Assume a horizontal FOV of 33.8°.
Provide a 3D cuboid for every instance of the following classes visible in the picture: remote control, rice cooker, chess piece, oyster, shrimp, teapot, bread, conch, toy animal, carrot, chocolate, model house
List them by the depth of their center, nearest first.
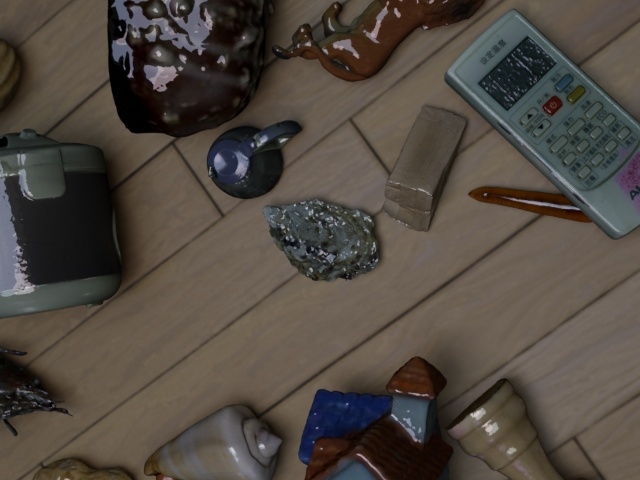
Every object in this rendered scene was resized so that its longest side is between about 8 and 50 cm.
[{"bbox_3d":[0.054,0.318,1.414,0.251,0.295,0.329,8,105,20],"label":"model house"},{"bbox_3d":[0.339,-0.161,1.459,0.145,0.050,0.344,-44,80,-8],"label":"remote control"},{"bbox_3d":[0.348,0.377,1.468,0.117,0.117,0.397,-43,83,13],"label":"chess piece"},{"bbox_3d":[0.303,-0.057,1.499,0.190,0.037,0.037,11,95,15],"label":"carrot"},{"bbox_3d":[0.099,-0.322,1.517,0.312,0.097,0.157,-41,88,14],"label":"toy animal"},{"bbox_3d":[-0.175,-0.319,1.528,0.210,0.225,0.340,3,93,7],"label":"chocolate"},{"bbox_3d":[0.154,-0.106,1.544,0.077,0.105,0.152,23,66,13],"label":"bread"},{"bbox_3d":[-0.104,-0.118,1.568,0.149,0.108,0.111,-4,93,16],"label":"teapot"},{"bbox_3d":[0.000,0.000,1.571,0.177,0.064,0.125,0,88,13],"label":"oyster"},{"bbox_3d":[-0.447,-0.023,1.585,0.288,0.288,0.277,-9,89,15],"label":"rice cooker"},{"bbox_3d":[-0.155,0.325,1.611,0.255,0.127,0.158,-9,121,36],"label":"conch"},{"bbox_3d":[-0.599,0.225,1.699,0.410,0.166,0.221,22,131,26],"label":"shrimp"}]

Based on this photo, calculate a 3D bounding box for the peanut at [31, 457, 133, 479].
[{"bbox_3d":[-0.381,0.389,1.682,0.174,0.080,0.080,1,92,12],"label":"peanut"}]

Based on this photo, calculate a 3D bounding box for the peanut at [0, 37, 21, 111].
[{"bbox_3d":[-0.623,-0.222,1.691,0.325,0.140,0.153,-28,58,19],"label":"peanut"}]
